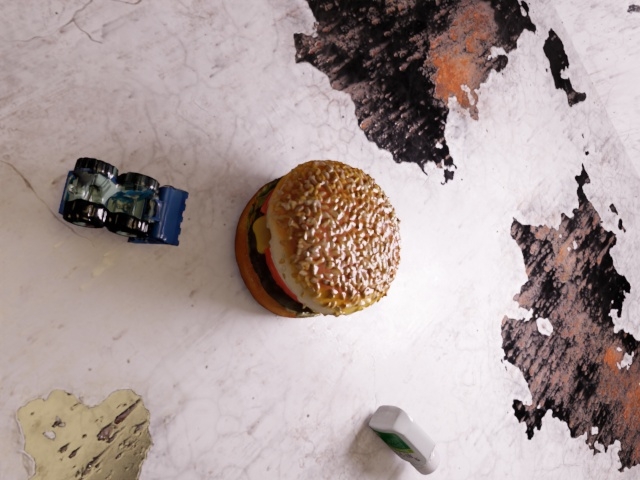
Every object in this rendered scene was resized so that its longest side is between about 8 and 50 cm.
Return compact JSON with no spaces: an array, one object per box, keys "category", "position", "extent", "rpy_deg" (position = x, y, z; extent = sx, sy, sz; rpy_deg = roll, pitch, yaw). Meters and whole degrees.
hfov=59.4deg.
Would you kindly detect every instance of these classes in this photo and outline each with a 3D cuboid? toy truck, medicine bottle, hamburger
[{"category":"toy truck","position":[-0.357,-0.060,1.018],"extent":[0.208,0.126,0.113],"rpy_deg":[18,73,-34]},{"category":"medicine bottle","position":[0.202,0.465,1.307],"extent":[0.183,0.119,0.069],"rpy_deg":[48,58,-20]},{"category":"hamburger","position":[0.000,0.000,1.164],"extent":[0.330,0.250,0.330],"rpy_deg":[5,81,-33]}]
